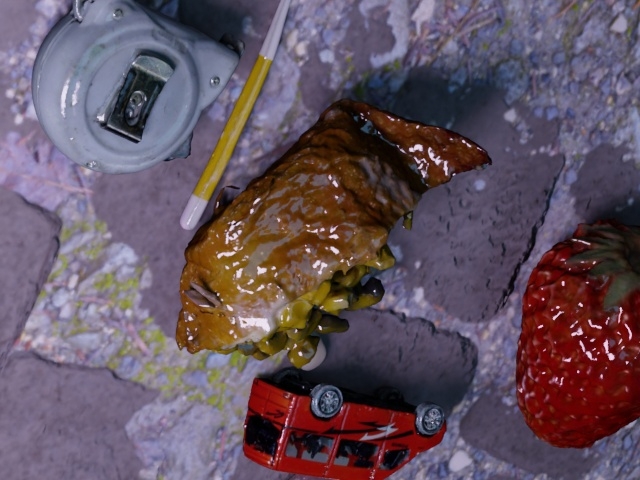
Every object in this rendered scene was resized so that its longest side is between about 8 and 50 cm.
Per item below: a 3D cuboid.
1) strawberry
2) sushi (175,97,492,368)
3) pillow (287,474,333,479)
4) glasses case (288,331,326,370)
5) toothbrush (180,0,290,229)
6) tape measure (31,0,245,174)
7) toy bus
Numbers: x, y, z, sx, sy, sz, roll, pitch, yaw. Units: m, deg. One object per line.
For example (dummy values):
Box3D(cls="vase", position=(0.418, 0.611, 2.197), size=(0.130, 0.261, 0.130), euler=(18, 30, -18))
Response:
Box3D(cls="strawberry", position=(0.278, 0.107, 1.959), size=(0.205, 0.205, 0.244), euler=(-3, 133, -31))
Box3D(cls="sushi", position=(-0.003, 0.002, 1.736), size=(0.296, 0.167, 0.179), euler=(-43, 99, -17))
Box3D(cls="pillow", position=(-0.001, 0.301, 1.927), size=(0.118, 0.043, 0.185), euler=(-31, 123, -17))
Box3D(cls="glasses case", position=(-0.021, 0.086, 1.837), size=(0.032, 0.021, 0.083), euler=(-39, 124, -14))
Box3D(cls="toothbrush", position=(-0.055, -0.139, 1.722), size=(0.024, 0.021, 0.288), euler=(21, 98, -27))
Box3D(cls="tape measure", position=(-0.220, -0.156, 1.573), size=(0.330, 0.084, 0.164), euler=(20, 94, -38))
Box3D(cls="toy bus", position=(0.026, 0.178, 1.860), size=(0.195, 0.081, 0.089), euler=(12, 92, -35))
